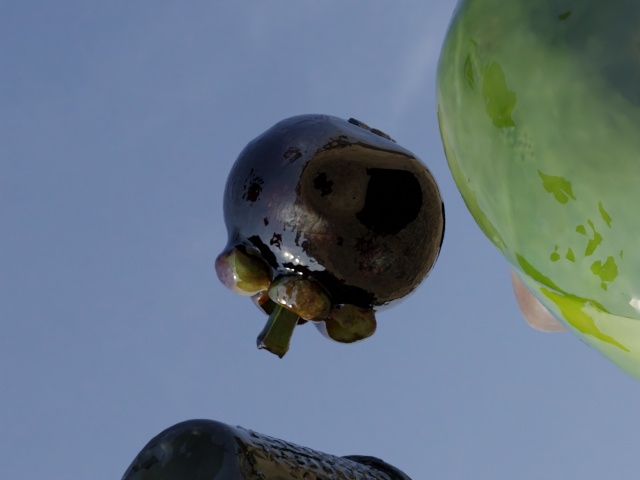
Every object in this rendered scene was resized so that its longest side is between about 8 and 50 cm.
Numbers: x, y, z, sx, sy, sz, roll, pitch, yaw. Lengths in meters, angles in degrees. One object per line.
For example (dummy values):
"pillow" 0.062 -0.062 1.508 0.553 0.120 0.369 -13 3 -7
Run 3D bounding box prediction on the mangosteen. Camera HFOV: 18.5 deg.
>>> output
"mangosteen" 0.000 0.000 1.189 0.137 0.137 0.151 37 -102 -53

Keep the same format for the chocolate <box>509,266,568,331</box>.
"chocolate" 0.290 0.019 1.711 0.080 0.254 0.157 -82 -15 -57

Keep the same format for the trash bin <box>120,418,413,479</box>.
"trash bin" -0.041 0.193 1.206 0.161 0.175 0.175 32 -108 -42

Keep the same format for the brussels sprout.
"brussels sprout" 0.240 -0.082 1.017 0.371 0.315 0.276 -19 -56 -18
